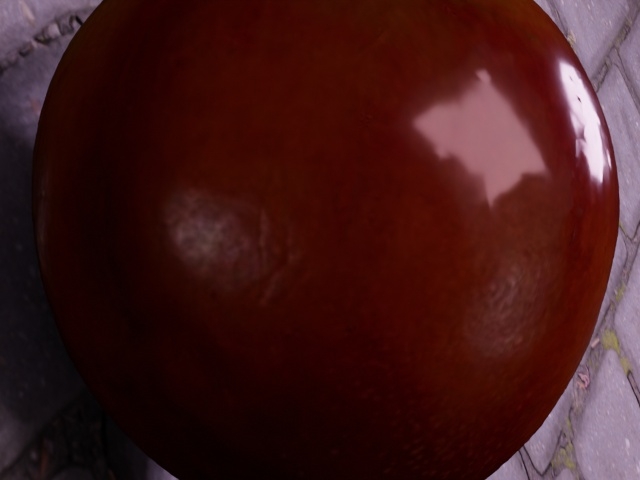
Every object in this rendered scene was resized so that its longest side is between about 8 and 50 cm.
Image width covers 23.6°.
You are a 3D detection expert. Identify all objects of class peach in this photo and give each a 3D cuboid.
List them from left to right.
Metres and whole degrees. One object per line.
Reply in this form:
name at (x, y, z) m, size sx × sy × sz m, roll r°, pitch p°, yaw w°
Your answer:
peach at (0.000, 0.000, 0.971) m, size 0.388 × 0.388 × 0.388 m, roll 43°, pitch 37°, yaw -44°
